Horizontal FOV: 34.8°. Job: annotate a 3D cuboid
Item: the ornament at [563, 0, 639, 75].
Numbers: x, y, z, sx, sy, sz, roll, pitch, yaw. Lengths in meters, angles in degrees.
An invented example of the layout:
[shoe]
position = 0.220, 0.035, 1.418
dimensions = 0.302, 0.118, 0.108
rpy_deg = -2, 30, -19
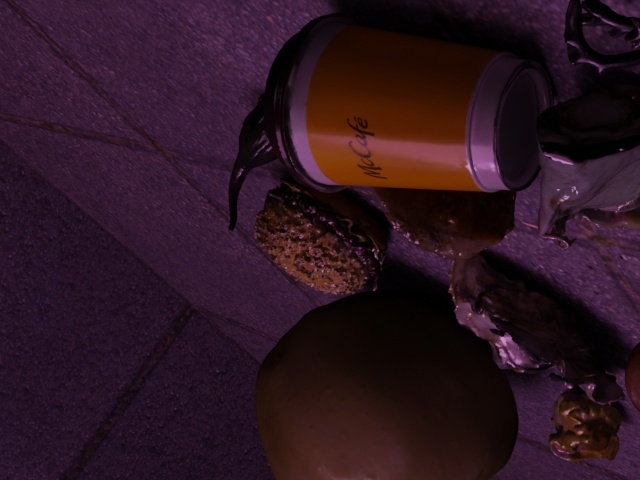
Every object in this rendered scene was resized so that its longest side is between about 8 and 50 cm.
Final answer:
[ornament]
position = 0.293, -0.117, 0.838
dimensions = 0.236, 0.080, 0.202
rpy_deg = 28, 145, 2

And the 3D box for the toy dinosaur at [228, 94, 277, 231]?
[toy dinosaur]
position = -0.090, -0.118, 1.442
dimensions = 0.087, 0.178, 0.187
rpy_deg = 36, 161, -12

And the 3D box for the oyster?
[oyster]
position = 0.325, 0.145, 1.548
dimensions = 0.351, 0.114, 0.238
rpy_deg = 41, 172, -8

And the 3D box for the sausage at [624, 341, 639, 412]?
[sausage]
position = 0.548, 0.268, 1.424
dimensions = 0.123, 0.136, 0.501
rpy_deg = -20, 136, 25

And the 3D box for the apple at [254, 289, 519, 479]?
[apple]
position = 0.114, 0.311, 1.826
dimensions = 0.474, 0.473, 0.473
rpy_deg = 31, 164, 10

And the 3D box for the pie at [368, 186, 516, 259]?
[pie]
position = 0.143, -0.060, 1.208
dimensions = 0.194, 0.163, 0.079
rpy_deg = 22, 155, -5

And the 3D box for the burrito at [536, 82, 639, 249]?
[burrito]
position = 0.274, -0.070, 1.014
dimensions = 0.144, 0.089, 0.229
rpy_deg = -13, 156, 1

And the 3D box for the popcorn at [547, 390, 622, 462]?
[popcorn]
position = 0.465, 0.327, 1.793
dimensions = 0.126, 0.126, 0.145
rpy_deg = 11, 150, -10

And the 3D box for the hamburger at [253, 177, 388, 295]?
[hamburger]
position = 0.000, 0.000, 1.682
dimensions = 0.243, 0.138, 0.261
rpy_deg = 32, 165, 8

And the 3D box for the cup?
[cup]
position = 0.089, -0.133, 1.068
dimensions = 0.280, 0.196, 0.196
rpy_deg = 13, 155, 35
